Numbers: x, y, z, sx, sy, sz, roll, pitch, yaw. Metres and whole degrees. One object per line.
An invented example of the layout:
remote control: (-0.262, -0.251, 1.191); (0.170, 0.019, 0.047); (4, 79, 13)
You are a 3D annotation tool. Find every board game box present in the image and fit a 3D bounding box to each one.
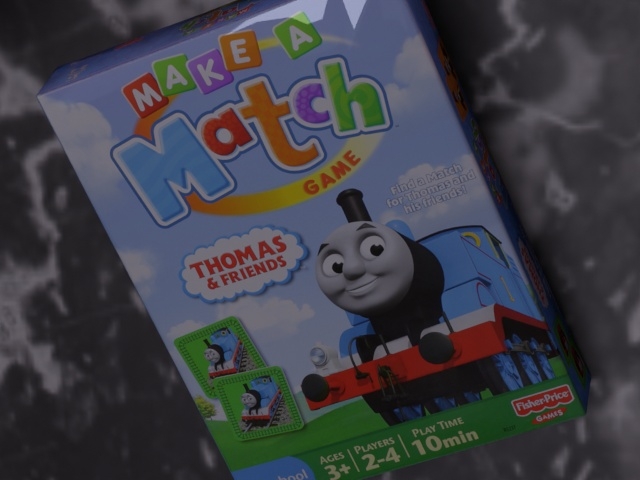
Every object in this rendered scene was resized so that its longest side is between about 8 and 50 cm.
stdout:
board game box: (0.000, 0.000, 0.810); (0.160, 0.039, 0.211); (-19, 110, 19)
